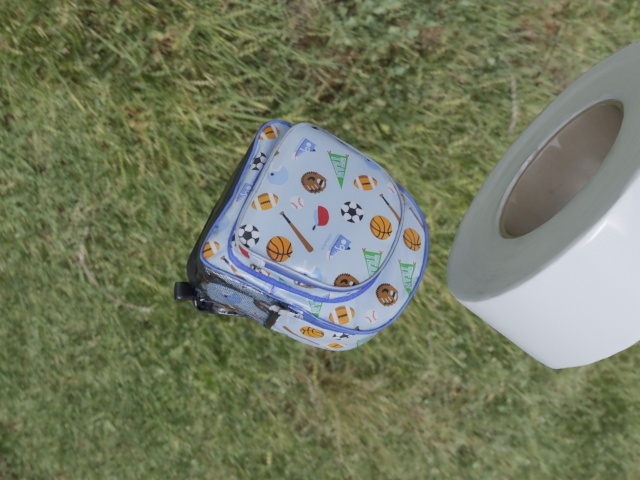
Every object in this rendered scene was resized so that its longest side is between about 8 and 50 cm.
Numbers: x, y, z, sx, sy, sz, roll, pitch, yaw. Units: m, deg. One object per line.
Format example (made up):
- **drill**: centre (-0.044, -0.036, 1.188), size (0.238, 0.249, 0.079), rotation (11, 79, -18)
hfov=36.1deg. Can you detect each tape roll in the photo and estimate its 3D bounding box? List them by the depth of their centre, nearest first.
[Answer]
- **tape roll**: centre (0.237, -0.035, 0.838), size (0.100, 0.286, 0.286), rotation (36, 94, -12)

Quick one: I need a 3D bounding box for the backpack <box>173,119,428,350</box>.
- **backpack**: centre (0.000, 0.000, 1.213), size (0.263, 0.213, 0.276), rotation (30, 70, -11)
